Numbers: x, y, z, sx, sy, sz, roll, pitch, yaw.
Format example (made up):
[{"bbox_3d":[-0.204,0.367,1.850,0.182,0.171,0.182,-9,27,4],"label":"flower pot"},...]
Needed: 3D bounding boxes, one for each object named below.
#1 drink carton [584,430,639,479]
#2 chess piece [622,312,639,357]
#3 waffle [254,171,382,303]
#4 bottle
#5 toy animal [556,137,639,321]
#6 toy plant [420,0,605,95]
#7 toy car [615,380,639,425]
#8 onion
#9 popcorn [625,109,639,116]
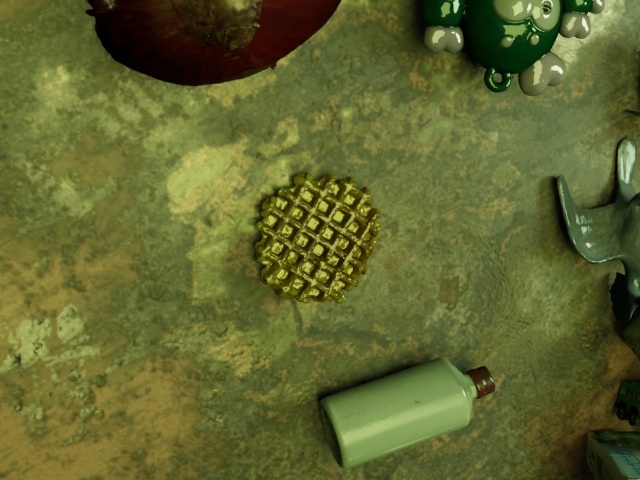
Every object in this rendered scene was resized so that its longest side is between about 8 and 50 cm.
[{"bbox_3d":[0.578,0.369,1.148,0.325,0.194,0.131,0,95,3],"label":"drink carton"},{"bbox_3d":[0.661,0.037,1.161,0.234,0.234,0.442,41,92,-18],"label":"chess piece"},{"bbox_3d":[-0.004,-0.003,1.052,0.191,0.038,0.191,-3,101,-14],"label":"waffle"},{"bbox_3d":[0.127,0.231,1.094,0.245,0.104,0.104,-16,103,-12],"label":"bottle"},{"bbox_3d":[0.454,-0.019,1.161,0.239,0.176,0.255,7,63,-20],"label":"toy animal"},{"bbox_3d":[0.253,-0.312,1.033,0.233,0.112,0.243,33,84,-13],"label":"toy plant"},{"bbox_3d":[0.514,0.256,1.176,0.071,0.165,0.062,5,92,-11],"label":"toy car"},{"bbox_3d":[-0.110,-0.331,0.828,0.342,0.341,0.340,-3,100,-15],"label":"onion"},{"bbox_3d":[0.572,-0.209,1.116,0.195,0.168,0.173,24,130,-8],"label":"popcorn"}]
